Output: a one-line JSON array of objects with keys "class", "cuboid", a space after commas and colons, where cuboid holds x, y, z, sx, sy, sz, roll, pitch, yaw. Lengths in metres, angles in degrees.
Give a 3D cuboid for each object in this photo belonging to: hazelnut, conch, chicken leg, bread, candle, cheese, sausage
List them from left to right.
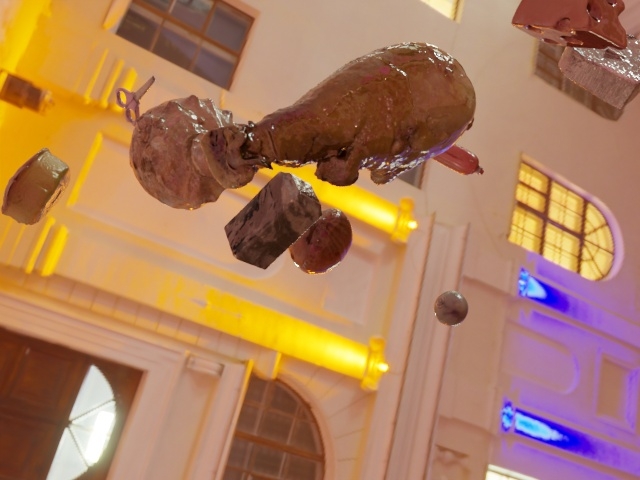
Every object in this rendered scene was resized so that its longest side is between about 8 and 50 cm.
[{"class": "bread", "cuboid": [-0.529, -0.109, 1.176, 0.125, 0.086, 0.156, -52, -165, 18]}, {"class": "conch", "cuboid": [-0.293, -0.216, 1.352, 0.352, 0.297, 0.210, 27, -49, 37]}, {"class": "hazelnut", "cuboid": [-0.007, -0.007, 1.852, 0.186, 0.210, 0.210, 20, -93, 53]}, {"class": "chicken leg", "cuboid": [0.016, -0.061, 0.357, 0.070, 0.178, 0.093, 40, -44, 32]}, {"class": "sausage", "cuboid": [0.094, -0.134, 0.741, 0.029, 0.223, 0.029, -56, 169, -17]}, {"class": "cheese", "cuboid": [0.476, -0.458, 1.142, 0.203, 0.128, 0.177, 38, -68, 59]}, {"class": "candle", "cuboid": [0.585, -0.341, 1.245, 0.068, 0.192, 0.169, 101, -11, -51]}]

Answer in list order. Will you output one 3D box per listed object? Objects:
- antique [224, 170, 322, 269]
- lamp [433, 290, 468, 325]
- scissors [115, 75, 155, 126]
[{"class": "antique", "cuboid": [-0.087, -0.041, 1.194, 0.183, 0.088, 0.086, -42, -132, 20]}, {"class": "lamp", "cuboid": [0.389, 0.203, 1.867, 0.105, 0.105, 0.105, -50, -153, 37]}, {"class": "scissors", "cuboid": [-0.477, -0.381, 1.641, 0.212, 0.110, 0.021, -23, -173, 46]}]
